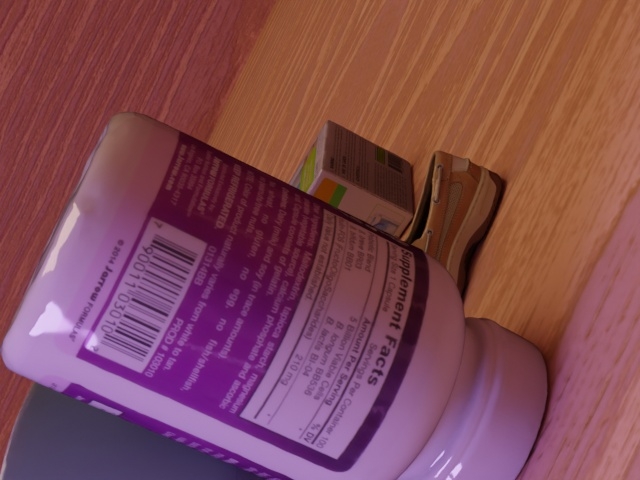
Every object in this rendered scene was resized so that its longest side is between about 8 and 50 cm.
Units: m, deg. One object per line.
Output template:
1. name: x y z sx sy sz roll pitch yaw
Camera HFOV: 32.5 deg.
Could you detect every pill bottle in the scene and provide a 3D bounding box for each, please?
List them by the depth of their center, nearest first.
1. pill bottle: -0.021 0.058 0.667 0.169 0.302 0.169 -57 15 25

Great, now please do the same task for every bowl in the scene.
1. bowl: -0.091 0.224 0.774 0.311 0.163 0.311 -5 -90 -80

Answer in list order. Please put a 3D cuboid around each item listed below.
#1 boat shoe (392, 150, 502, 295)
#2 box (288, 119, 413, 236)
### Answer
1. boat shoe: 0.076 0.019 0.871 0.190 0.072 0.068 -68 14 -15
2. box: 0.000 0.000 1.133 0.203 0.103 0.114 -57 15 29
